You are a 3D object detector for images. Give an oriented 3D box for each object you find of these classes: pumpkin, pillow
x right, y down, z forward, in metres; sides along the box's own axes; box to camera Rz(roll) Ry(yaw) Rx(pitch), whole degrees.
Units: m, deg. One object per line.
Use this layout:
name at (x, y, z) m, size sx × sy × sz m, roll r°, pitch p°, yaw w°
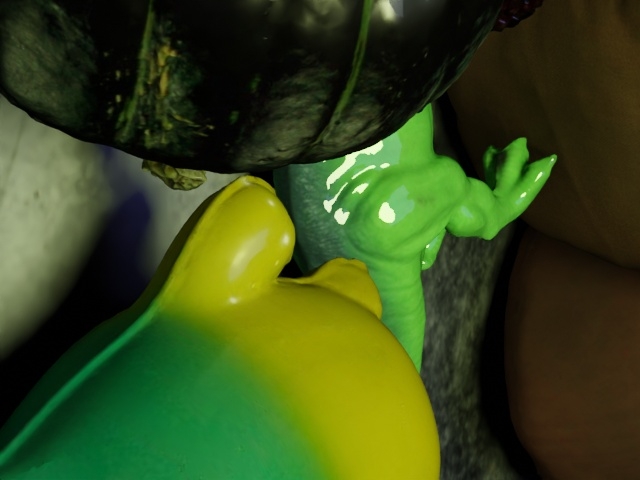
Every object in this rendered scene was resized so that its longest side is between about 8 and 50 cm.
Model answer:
pumpkin at (-0.054, -0.153, 0.609) m, size 0.296 × 0.296 × 0.295 m, roll -13°, pitch 106°, yaw -53°
pillow at (0.210, -0.094, 0.946) m, size 0.108 × 0.308 × 0.305 m, roll -41°, pitch 131°, yaw -22°

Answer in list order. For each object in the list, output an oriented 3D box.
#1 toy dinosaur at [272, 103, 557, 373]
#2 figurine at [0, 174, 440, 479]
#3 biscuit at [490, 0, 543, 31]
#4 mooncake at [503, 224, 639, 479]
toy dinosaur at (0.000, 0.000, 0.802) m, size 0.374 × 0.144 × 0.499 m, roll 33°, pitch 64°, yaw -46°
figurine at (-0.069, 0.145, 0.654) m, size 0.340 × 0.231 × 0.323 m, roll -26°, pitch 111°, yaw -44°
biscuit at (0.083, -0.225, 0.795) m, size 0.195 × 0.053 × 0.194 m, roll 16°, pitch 62°, yaw -31°
mooncake at (0.288, 0.106, 1.172) m, size 0.326 × 0.174 × 0.333 m, roll -8°, pitch 87°, yaw -59°
